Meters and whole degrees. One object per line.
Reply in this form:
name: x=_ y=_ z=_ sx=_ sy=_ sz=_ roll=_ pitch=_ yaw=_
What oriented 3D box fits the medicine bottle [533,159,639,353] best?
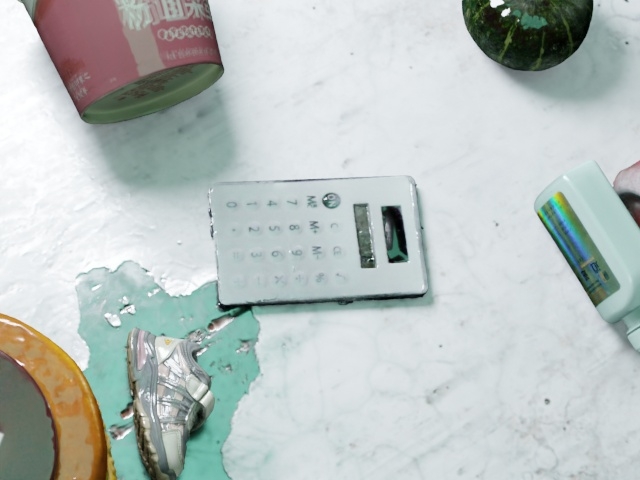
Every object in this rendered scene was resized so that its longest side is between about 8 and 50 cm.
medicine bottle: x=0.349 y=0.025 z=1.590 sx=0.083 sy=0.121 sz=0.229 roll=-27 pitch=77 yaw=-17

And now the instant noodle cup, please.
instant noodle cup: x=-0.224 y=-0.252 z=1.557 sx=0.235 sy=0.235 sz=0.178 roll=-20 pitch=84 yaw=-15

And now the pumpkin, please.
pumpkin: x=0.263 y=-0.295 z=1.691 sx=0.167 sy=0.125 sz=0.167 roll=0 pitch=85 yaw=3

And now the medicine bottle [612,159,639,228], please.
medicine bottle: x=0.489 y=-0.077 z=1.637 sx=0.247 sy=0.147 sz=0.147 roll=-30 pitch=77 yaw=-17

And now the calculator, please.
calculator: x=0.000 y=0.000 z=1.600 sx=0.261 sy=0.021 sz=0.161 roll=-4 pitch=71 yaw=-10

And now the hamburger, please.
hamburger: x=-0.368 y=0.237 z=1.337 sx=0.330 sy=0.250 sz=0.330 roll=3 pitch=68 yaw=-9

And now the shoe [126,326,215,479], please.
shoe: x=-0.162 y=0.180 z=1.479 sx=0.092 sy=0.089 sz=0.180 roll=-7 pitch=64 yaw=-13
